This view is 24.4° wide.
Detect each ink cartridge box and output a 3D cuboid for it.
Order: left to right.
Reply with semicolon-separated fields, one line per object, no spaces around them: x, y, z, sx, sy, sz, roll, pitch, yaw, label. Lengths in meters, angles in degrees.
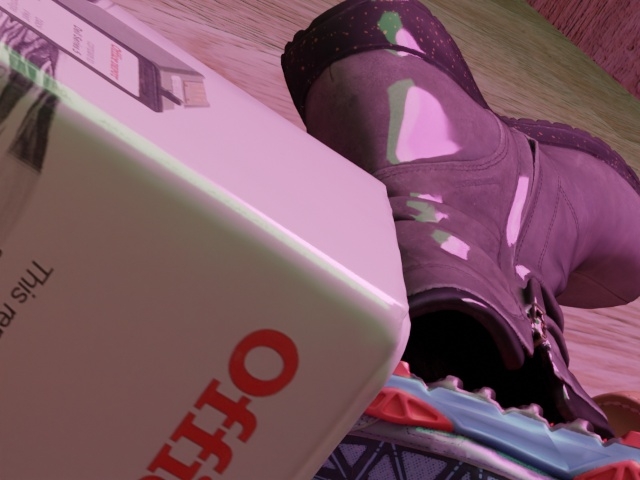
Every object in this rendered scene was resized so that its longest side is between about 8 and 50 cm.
-0.141;0.005;0.409;0.273;0.198;0.115;34;17;-12;ink cartridge box

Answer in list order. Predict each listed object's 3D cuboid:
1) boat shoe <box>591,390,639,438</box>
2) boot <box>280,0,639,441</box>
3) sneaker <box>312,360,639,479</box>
0.176;0.177;0.708;0.110;0.121;0.341;29;21;-27;boat shoe
0.107;0.033;0.796;0.338;0.118;0.222;26;38;-44;boot
0.062;0.130;0.612;0.262;0.125;0.104;13;-25;9;sneaker
